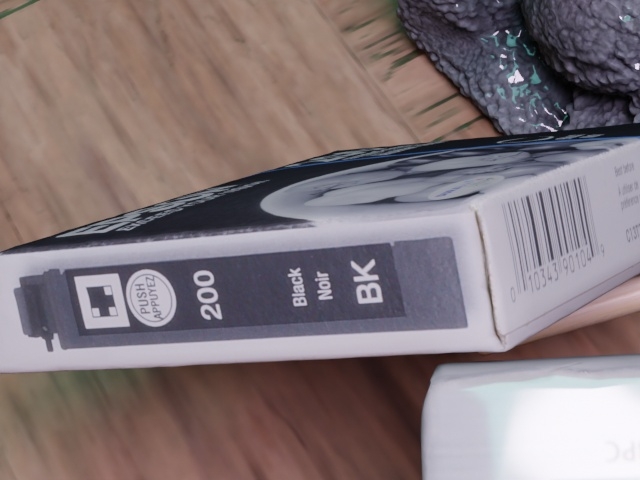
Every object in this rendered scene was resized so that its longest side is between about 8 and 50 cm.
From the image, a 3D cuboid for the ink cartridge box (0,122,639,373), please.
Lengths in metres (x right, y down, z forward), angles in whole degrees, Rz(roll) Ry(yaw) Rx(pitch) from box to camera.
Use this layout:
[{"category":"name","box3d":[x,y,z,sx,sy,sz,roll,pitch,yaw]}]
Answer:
[{"category":"ink cartridge box","box3d":[0.000,0.000,0.523,0.208,0.206,0.045,-6,97,30]}]

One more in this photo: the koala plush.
[{"category":"koala plush","box3d":[0.141,-0.126,0.595,0.196,0.221,0.203,-25,59,-9]}]

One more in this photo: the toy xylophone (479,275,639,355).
[{"category":"toy xylophone","box3d":[0.157,0.103,0.485,0.323,0.081,0.236,-22,80,4]}]

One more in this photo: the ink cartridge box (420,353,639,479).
[{"category":"ink cartridge box","box3d":[0.185,0.214,0.376,0.308,0.091,0.385,-3,80,6]}]
